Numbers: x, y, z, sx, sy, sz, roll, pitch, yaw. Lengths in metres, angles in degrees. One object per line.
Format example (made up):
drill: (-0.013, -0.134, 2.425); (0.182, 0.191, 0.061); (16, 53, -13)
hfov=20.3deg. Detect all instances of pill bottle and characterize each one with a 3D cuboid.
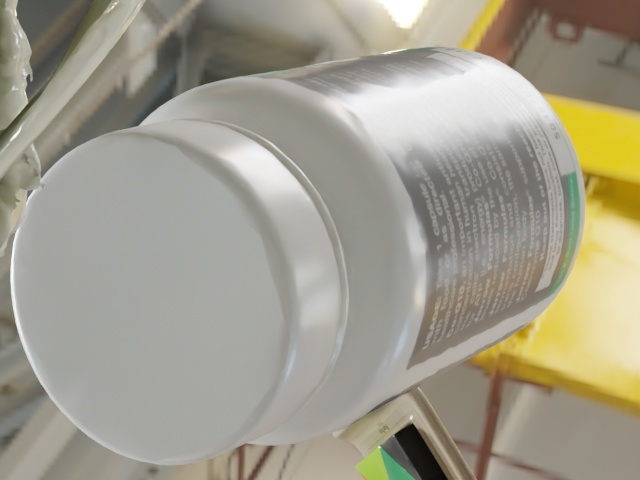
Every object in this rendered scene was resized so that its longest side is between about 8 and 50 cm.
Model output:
pill bottle: (0.000, 0.000, 1.037); (0.204, 0.204, 0.361); (27, -159, 22)

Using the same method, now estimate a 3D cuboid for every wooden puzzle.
wooden puzzle: (0.097, 0.229, 1.421); (0.044, 0.221, 0.239); (-34, -98, -18)

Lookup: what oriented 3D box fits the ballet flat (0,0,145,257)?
ballet flat: (-0.083, -0.114, 0.383); (0.147, 0.409, 0.147); (8, -122, -13)
